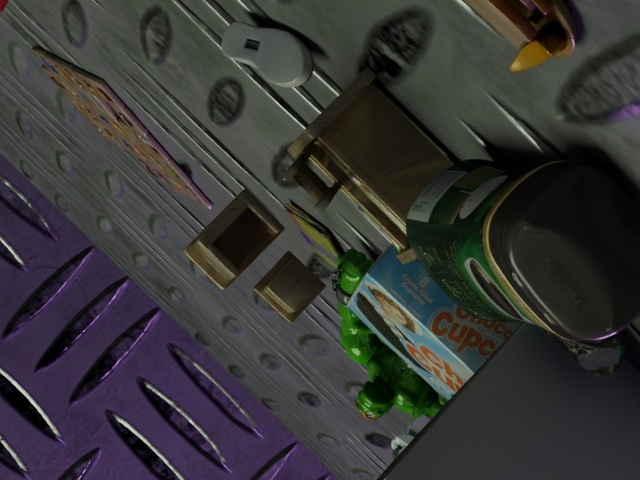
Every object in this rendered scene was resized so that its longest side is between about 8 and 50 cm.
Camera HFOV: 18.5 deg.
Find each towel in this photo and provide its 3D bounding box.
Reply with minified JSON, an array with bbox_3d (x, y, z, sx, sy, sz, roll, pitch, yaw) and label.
[{"bbox_3d":[0.000,0.000,1.785,0.060,0.009,0.083,36,168,37],"label":"towel"}]

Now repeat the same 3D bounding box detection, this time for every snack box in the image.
[{"bbox_3d":[0.160,0.129,1.525,0.322,0.060,0.187,43,170,4],"label":"snack box"}]

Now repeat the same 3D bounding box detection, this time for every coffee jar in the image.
[{"bbox_3d":[0.119,0.003,1.096,0.096,0.079,0.184,49,170,-13],"label":"coffee jar"}]

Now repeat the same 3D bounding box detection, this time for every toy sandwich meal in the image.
[{"bbox_3d":[0.084,-0.108,0.910,0.085,0.029,0.085,42,170,9],"label":"toy sandwich meal"}]

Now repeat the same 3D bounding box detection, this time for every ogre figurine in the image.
[{"bbox_3d":[0.079,0.106,1.689,0.197,0.097,0.118,29,152,6],"label":"ogre figurine"}]

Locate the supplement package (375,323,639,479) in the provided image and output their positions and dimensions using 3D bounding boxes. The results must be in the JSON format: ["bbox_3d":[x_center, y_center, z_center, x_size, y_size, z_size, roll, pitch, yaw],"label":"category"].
[{"bbox_3d":[0.129,0.213,1.354,0.199,0.198,0.262,42,147,6],"label":"supplement package"}]

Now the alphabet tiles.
[{"bbox_3d":[-0.227,-0.130,2.168,0.198,0.009,0.237,49,169,-32],"label":"alphabet tiles"}]

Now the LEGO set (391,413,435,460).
[{"bbox_3d":[0.115,0.266,1.674,0.132,0.107,0.287,48,148,28],"label":"LEGO set"}]

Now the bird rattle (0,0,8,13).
[{"bbox_3d":[-0.329,-0.293,1.557,0.253,0.143,0.207,40,154,4],"label":"bird rattle"}]

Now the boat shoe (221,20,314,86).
[{"bbox_3d":[-0.028,-0.122,1.319,0.035,0.035,0.100,17,-175,-37],"label":"boat shoe"}]

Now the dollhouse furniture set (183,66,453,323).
[{"bbox_3d":[0.031,0.015,1.262,0.182,0.161,0.101,45,171,-2],"label":"dollhouse furniture set"}]

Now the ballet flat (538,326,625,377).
[{"bbox_3d":[0.153,0.041,1.274,0.114,0.041,0.041,39,169,26],"label":"ballet flat"}]
